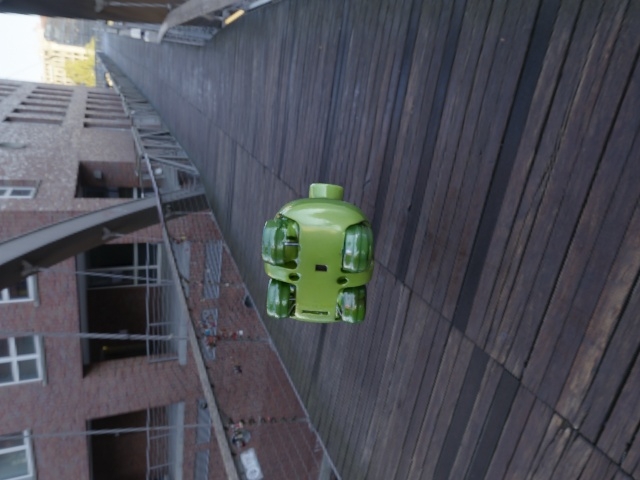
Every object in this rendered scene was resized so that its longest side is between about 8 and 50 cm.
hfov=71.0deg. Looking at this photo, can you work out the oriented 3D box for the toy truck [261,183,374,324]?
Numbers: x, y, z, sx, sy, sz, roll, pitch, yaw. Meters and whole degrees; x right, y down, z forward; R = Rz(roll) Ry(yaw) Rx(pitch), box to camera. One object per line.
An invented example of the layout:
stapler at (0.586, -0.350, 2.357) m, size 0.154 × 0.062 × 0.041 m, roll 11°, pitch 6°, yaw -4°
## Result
toy truck at (-0.001, 0.020, 0.646) m, size 0.210 × 0.148 × 0.187 m, roll -87°, pitch 1°, yaw -73°
